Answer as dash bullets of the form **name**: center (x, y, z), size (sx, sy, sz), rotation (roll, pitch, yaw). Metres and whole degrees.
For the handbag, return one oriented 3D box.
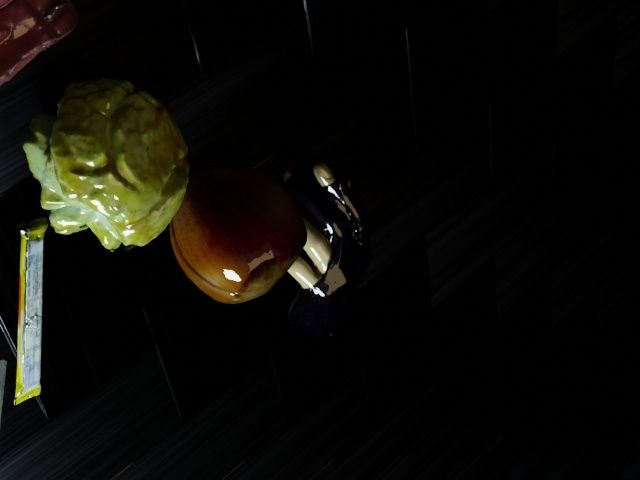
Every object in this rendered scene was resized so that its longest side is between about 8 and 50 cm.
- **handbag**: center (-0.380, -0.234, 1.133), size (0.225, 0.146, 0.135), rotation (-43, 135, -18)

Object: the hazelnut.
- **hazelnut**: center (-0.130, -0.015, 1.559), size (0.208, 0.208, 0.208), rotation (-28, 134, -33)

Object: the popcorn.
- **popcorn**: center (-0.260, -0.098, 1.339), size (0.221, 0.184, 0.204), rotation (71, 30, -43)

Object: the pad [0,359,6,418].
- **pad**: center (-0.522, 0.240, 1.426), size (0.211, 0.003, 0.143), rotation (-12, 124, -44)

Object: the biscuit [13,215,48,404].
- **biscuit**: center (-0.395, 0.102, 1.453), size (0.048, 0.026, 0.292), rotation (-20, 130, -44)

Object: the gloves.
- **gloves**: center (0.007, 0.005, 1.756), size (0.197, 0.152, 0.301), rotation (-57, 138, -49)
